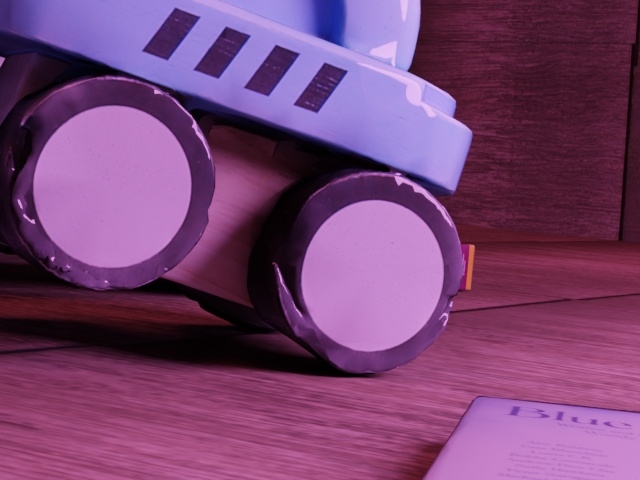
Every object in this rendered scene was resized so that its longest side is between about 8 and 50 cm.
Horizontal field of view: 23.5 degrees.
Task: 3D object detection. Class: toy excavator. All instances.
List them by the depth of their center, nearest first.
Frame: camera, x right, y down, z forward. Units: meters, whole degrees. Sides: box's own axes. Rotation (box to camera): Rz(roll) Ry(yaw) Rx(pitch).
[{"bbox_3d":[-0.090,-0.196,0.840,0.433,0.445,0.222,19,-3,-20],"label":"toy excavator"}]

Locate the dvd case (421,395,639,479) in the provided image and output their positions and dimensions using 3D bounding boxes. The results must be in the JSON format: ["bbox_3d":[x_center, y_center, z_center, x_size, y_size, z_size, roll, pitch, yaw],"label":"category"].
[{"bbox_3d":[0.124,0.084,0.479,0.180,0.022,0.253,5,3,11],"label":"dvd case"}]

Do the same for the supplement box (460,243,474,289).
[{"bbox_3d":[0.090,0.021,1.378,0.083,0.043,0.055,1,6,-41],"label":"supplement box"}]

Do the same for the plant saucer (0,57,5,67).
[{"bbox_3d":[-0.275,-0.097,1.307,0.400,0.101,0.400,-12,-11,-2],"label":"plant saucer"}]
